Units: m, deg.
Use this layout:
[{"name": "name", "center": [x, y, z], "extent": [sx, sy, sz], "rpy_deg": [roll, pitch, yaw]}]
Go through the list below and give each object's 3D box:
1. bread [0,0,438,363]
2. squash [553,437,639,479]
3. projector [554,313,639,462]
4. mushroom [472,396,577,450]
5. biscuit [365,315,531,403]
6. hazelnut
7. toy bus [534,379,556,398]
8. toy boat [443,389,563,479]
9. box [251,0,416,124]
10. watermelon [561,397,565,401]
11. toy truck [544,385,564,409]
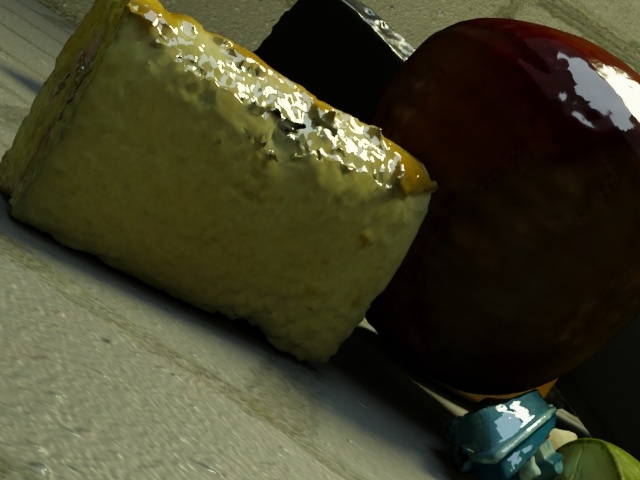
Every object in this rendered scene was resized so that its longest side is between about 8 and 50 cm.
[{"name": "bread", "center": [-0.085, -0.056, 1.242], "extent": [0.375, 0.237, 0.165], "rpy_deg": [30, 8, -30]}, {"name": "squash", "center": [0.262, 0.246, 1.292], "extent": [0.169, 0.093, 0.252], "rpy_deg": [38, 7, 29]}, {"name": "projector", "center": [0.564, 0.158, 1.889], "extent": [0.242, 0.405, 0.395], "rpy_deg": [30, 17, -35]}, {"name": "mushroom", "center": [0.241, 0.226, 1.511], "extent": [0.084, 0.071, 0.209], "rpy_deg": [-1, -17, 30]}, {"name": "biscuit", "center": [0.174, 0.136, 1.722], "extent": [0.274, 0.091, 0.213], "rpy_deg": [25, 18, -41]}, {"name": "hazelnut", "center": [0.202, -0.042, 1.474], "extent": [0.352, 0.421, 0.421], "rpy_deg": [-7, 24, -23]}, {"name": "toy bus", "center": [0.317, 0.170, 1.894], "extent": [0.069, 0.162, 0.074], "rpy_deg": [32, 9, -6]}, {"name": "toy boat", "center": [0.186, 0.203, 1.289], "extent": [0.098, 0.109, 0.238], "rpy_deg": [69, 14, 10]}, {"name": "box", "center": [0.031, -0.122, 1.764], "extent": [0.359, 0.350, 0.091], "rpy_deg": [43, 35, -7]}, {"name": "watermelon", "center": [0.413, 0.205, 2.325], "extent": [0.232, 0.127, 0.204], "rpy_deg": [27, 9, -3]}, {"name": "toy truck", "center": [0.351, 0.229, 2.093], "extent": [0.077, 0.076, 0.111], "rpy_deg": [52, 2, -13]}]
